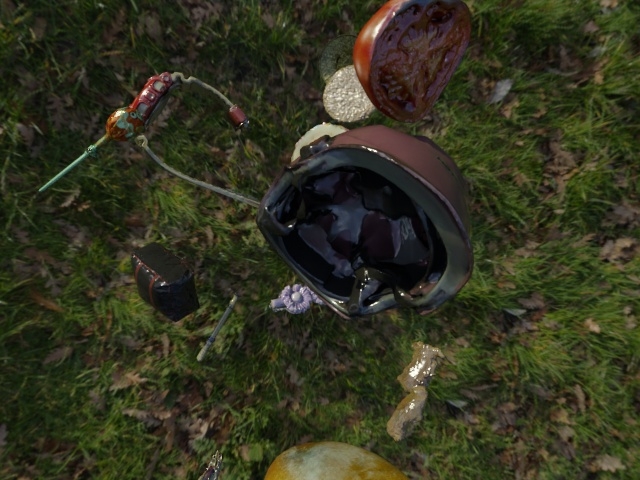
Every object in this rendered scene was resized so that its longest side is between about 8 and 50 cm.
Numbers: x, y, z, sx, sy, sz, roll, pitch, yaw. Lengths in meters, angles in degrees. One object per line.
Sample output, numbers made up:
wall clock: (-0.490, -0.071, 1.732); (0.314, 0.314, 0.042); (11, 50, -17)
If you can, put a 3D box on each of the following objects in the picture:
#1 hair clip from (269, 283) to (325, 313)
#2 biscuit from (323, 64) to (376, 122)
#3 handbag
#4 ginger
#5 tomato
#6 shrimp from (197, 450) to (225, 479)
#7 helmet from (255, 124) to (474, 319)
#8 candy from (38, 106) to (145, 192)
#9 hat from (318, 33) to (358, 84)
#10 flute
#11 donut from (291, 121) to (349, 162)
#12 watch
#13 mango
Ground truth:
hair clip: (-0.033, 0.181, 1.583); (0.292, 0.084, 0.106); (-8, 61, -33)
biscuit: (0.061, -0.274, 0.909); (0.120, 0.015, 0.120); (-4, 80, 20)
handbag: (-0.466, 0.128, 1.471); (0.215, 0.155, 0.169); (31, 131, 31)
ginger: (0.261, 0.430, 1.392); (0.122, 0.084, 0.290); (11, 70, 36)
tomato: (0.105, -0.248, 0.627); (0.082, 0.174, 0.166); (40, 108, 36)
shrimp: (-0.311, 0.668, 1.322); (0.042, 0.101, 0.190); (2, 50, 26)
helmet: (0.082, -0.041, 0.680); (0.271, 0.338, 0.197); (47, 51, -8)
candy: (-0.332, -0.127, 0.704); (0.185, 0.055, 0.049); (-39, 79, -1)
hat: (0.075, -0.462, 1.285); (0.146, 0.067, 0.145); (5, 106, 16)
flute: (-0.312, 0.265, 1.491); (0.027, 0.027, 0.233); (31, 84, -1)
donut: (0.019, -0.171, 1.081); (0.175, 0.068, 0.174); (-1, 85, 17)
watch: (-0.195, -0.174, 0.846); (0.269, 0.102, 0.164); (24, 83, -16)
mango: (0.041, 0.416, 0.768); (0.193, 0.317, 0.146); (-35, 113, -44)
